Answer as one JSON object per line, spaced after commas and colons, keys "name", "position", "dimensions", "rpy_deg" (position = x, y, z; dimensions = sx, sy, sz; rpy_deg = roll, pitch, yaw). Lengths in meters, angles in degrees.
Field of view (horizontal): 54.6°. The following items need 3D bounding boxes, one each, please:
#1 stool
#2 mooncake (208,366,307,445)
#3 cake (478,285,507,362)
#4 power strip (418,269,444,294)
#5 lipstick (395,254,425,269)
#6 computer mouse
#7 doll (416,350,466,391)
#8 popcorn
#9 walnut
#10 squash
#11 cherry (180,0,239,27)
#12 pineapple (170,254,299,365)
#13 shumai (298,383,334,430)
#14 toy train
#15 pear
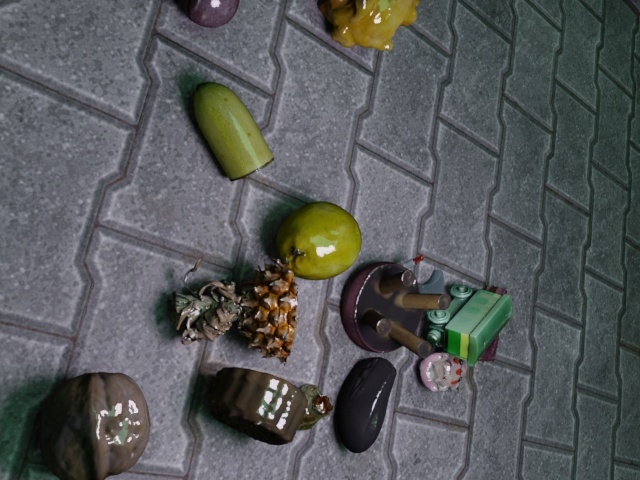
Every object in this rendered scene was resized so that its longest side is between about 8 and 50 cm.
{"name": "stool", "position": [0.216, 0.199, 1.763], "dimensions": [0.272, 0.178, 0.272], "rpy_deg": [-2, 94, -30]}
{"name": "mooncake", "position": [-0.150, 0.387, 1.439], "dimensions": [0.228, 0.228, 0.124], "rpy_deg": [36, 60, -30]}
{"name": "cake", "position": [0.551, 0.288, 2.089], "dimensions": [0.113, 0.116, 0.295], "rpy_deg": [39, 64, -33]}
{"name": "power strip", "position": [0.324, 0.149, 1.967], "dimensions": [0.216, 0.044, 0.137], "rpy_deg": [13, 76, -37]}
{"name": "lipstick", "position": [0.261, 0.074, 1.872], "dimensions": [0.030, 0.129, 0.030], "rpy_deg": [43, 33, -25]}
{"name": "computer mouse", "position": [0.113, 0.439, 1.698], "dimensions": [0.086, 0.137, 0.270], "rpy_deg": [37, 64, -40]}
{"name": "doll", "position": [0.382, 0.408, 1.948], "dimensions": [0.192, 0.095, 0.149], "rpy_deg": [4, 87, -40]}
{"name": "popcorn", "position": [0.128, -0.701, 1.786], "dimensions": [0.315, 0.281, 0.297], "rpy_deg": [33, 102, -10]}
{"name": "walnut", "position": [-0.443, 0.369, 1.224], "dimensions": [0.224, 0.224, 0.224], "rpy_deg": [6, 80, -38]}
{"name": "squash", "position": [-0.225, -0.279, 1.529], "dimensions": [0.132, 0.132, 0.247], "rpy_deg": [-40, 109, -35]}
{"name": "cherry", "position": [-0.272, -0.610, 1.531], "dimensions": [0.176, 0.140, 0.176], "rpy_deg": [22, 56, -36]}
{"name": "pineapple", "position": [-0.210, 0.165, 1.448], "dimensions": [0.271, 0.262, 0.263], "rpy_deg": [3, 82, -20]}
{"name": "shumai", "position": [-0.017, 0.441, 1.626], "dimensions": [0.099, 0.087, 0.124], "rpy_deg": [33, 66, -32]}
{"name": "toy train", "position": [0.458, 0.251, 1.938], "dimensions": [0.301, 0.202, 0.120], "rpy_deg": [-34, 131, -42]}
{"name": "pear", "position": [0.000, 0.000, 1.622], "dimensions": [0.269, 0.212, 0.212], "rpy_deg": [-30, 103, -55]}
